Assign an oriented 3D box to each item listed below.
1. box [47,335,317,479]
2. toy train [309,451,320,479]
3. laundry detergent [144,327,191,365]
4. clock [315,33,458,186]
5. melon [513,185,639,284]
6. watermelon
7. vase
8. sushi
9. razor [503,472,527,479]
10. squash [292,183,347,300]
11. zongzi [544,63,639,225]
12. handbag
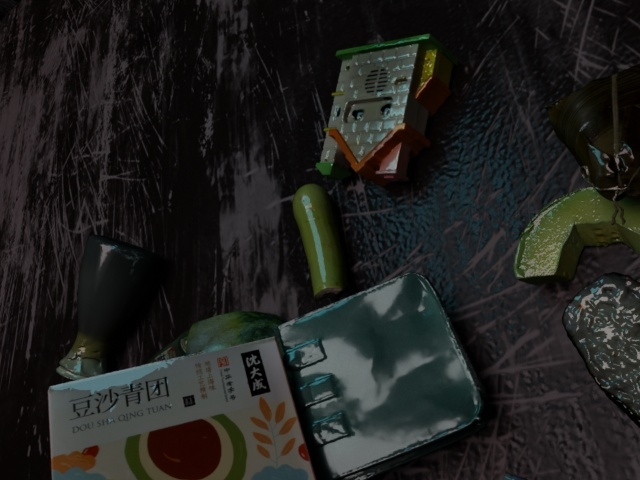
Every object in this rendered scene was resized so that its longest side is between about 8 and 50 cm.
[{"bbox_3d":[-0.182,0.359,0.926,0.344,0.122,0.385,-12,53,-12],"label":"box"},{"bbox_3d":[0.018,0.455,1.001,0.154,0.115,0.269,-44,48,4],"label":"toy train"},{"bbox_3d":[-0.274,0.259,1.353,0.221,0.078,0.144,-41,52,15],"label":"laundry detergent"},{"bbox_3d":[0.116,-0.231,1.241,0.219,0.106,0.256,4,78,42],"label":"clock"},{"bbox_3d":[0.381,-0.009,0.944,0.209,0.064,0.118,-16,60,31],"label":"melon"},{"bbox_3d":[-0.123,0.274,1.186,0.180,0.223,0.305,104,155,-55],"label":"watermelon"},{"bbox_3d":[-0.500,0.160,1.529,0.173,0.173,0.321,17,87,43],"label":"vase"},{"bbox_3d":[0.400,0.150,0.808,0.124,0.127,0.225,-44,57,14],"label":"sushi"},{"bbox_3d":[0.301,0.340,0.872,0.135,0.040,0.068,14,79,49],"label":"razor"},{"bbox_3d":[0.000,0.000,1.235,0.083,0.083,0.250,-30,54,26],"label":"squash"},{"bbox_3d":[0.450,-0.166,0.885,0.241,0.111,0.248,-29,28,20],"label":"zongzi"},{"bbox_3d":[0.092,0.209,1.023,0.274,0.100,0.269,-27,58,5],"label":"handbag"}]
